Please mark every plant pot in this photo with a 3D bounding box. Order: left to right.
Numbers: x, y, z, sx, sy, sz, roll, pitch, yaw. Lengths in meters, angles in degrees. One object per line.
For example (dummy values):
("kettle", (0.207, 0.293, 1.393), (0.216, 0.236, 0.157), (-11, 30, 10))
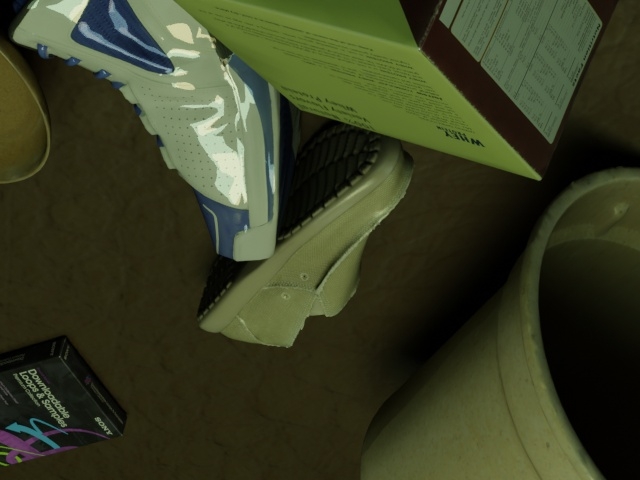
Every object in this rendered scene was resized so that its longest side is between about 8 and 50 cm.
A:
("plant pot", (-0.295, -0.130, 1.229), (0.236, 0.032, 0.236), (20, 148, 13))
("plant pot", (0.202, 0.160, 1.336), (0.334, 0.333, 0.305), (28, 140, -20))

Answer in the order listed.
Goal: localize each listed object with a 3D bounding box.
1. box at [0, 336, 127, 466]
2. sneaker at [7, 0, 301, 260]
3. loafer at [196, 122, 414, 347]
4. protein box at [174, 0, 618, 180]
("box", (-0.274, 0.152, 1.542), (0.162, 0.029, 0.116), (-18, 129, 19))
("sneaker", (-0.118, -0.142, 1.201), (0.182, 0.127, 0.315), (-1, 126, 11))
("loafer", (0.000, 0.000, 1.333), (0.092, 0.102, 0.268), (26, 139, -20))
("protein box", (0.046, -0.156, 1.050), (0.200, 0.136, 0.201), (19, 170, 33))
